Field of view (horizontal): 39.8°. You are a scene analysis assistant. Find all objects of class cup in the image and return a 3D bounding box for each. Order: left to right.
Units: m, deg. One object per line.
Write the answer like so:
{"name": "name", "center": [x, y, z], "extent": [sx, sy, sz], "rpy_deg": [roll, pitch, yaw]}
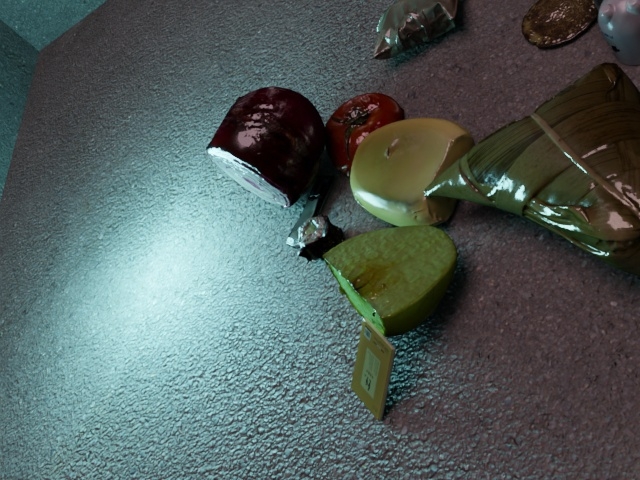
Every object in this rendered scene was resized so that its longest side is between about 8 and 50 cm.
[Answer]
{"name": "cup", "center": [0.636, -0.469, 1.814], "extent": [0.134, 0.142, 0.173], "rpy_deg": [-23, 45, 29]}

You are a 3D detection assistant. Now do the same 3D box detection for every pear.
{"name": "pear", "center": [0.174, 0.075, 1.824], "extent": [0.239, 0.139, 0.288], "rpy_deg": [-36, 35, -6]}

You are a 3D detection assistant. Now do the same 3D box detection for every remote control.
{"name": "remote control", "center": [-0.024, -0.075, 2.202], "extent": [0.059, 0.028, 0.212], "rpy_deg": [5, 62, 43]}

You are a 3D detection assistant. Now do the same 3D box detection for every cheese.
{"name": "cheese", "center": [0.187, -0.161, 1.999], "extent": [0.316, 0.128, 0.260], "rpy_deg": [15, 72, 50]}

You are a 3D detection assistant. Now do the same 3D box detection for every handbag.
{"name": "handbag", "center": [0.249, -0.561, 2.271], "extent": [0.270, 0.117, 0.182], "rpy_deg": [-23, 32, 28]}

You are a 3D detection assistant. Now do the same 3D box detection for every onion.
{"name": "onion", "center": [-0.122, -0.251, 2.204], "extent": [0.282, 0.337, 0.260], "rpy_deg": [27, 81, 5]}

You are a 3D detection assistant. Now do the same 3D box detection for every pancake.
{"name": "pancake", "center": [0.552, -0.516, 2.026], "extent": [0.199, 0.021, 0.199], "rpy_deg": [-24, 46, 27]}

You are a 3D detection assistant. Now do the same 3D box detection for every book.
{"name": "book", "center": [0.103, 0.254, 1.746], "extent": [0.118, 0.012, 0.172], "rpy_deg": [47, 136, 51]}

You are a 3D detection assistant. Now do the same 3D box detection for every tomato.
{"name": "tomato", "center": [0.095, -0.281, 2.204], "extent": [0.228, 0.101, 0.228], "rpy_deg": [-22, 46, 25]}

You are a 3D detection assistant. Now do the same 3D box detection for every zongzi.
{"name": "zongzi", "center": [0.424, -0.027, 1.613], "extent": [0.467, 0.218, 0.500], "rpy_deg": [-33, 39, 28]}

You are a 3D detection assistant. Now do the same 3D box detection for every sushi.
{"name": "sushi", "center": [0.000, -0.001, 2.077], "extent": [0.094, 0.084, 0.098], "rpy_deg": [-18, 53, 28]}
